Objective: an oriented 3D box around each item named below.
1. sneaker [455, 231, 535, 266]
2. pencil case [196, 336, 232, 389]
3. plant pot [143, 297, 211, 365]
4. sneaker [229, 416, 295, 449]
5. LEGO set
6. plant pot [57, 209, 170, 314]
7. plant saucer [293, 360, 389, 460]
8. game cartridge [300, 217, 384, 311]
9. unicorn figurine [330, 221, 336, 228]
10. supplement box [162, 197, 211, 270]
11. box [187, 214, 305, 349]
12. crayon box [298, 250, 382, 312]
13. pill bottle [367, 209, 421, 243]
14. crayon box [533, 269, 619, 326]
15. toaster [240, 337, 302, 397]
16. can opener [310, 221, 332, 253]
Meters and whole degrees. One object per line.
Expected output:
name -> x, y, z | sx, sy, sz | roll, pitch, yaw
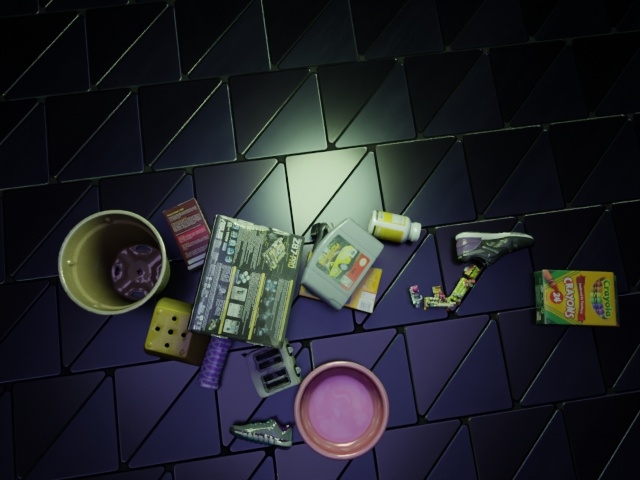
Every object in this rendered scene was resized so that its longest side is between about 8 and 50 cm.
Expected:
sneaker -> 0.648, 0.041, 1.962 | 0.283, 0.107, 0.124 | 0, 73, 7
pencil case -> -0.369, 0.429, 1.870 | 0.088, 0.086, 0.206 | 22, 81, -35
plant pot -> -0.498, 0.316, 1.829 | 0.212, 0.187, 0.212 | 13, 80, 1
sneaker -> -0.203, 0.661, 1.851 | 0.224, 0.083, 0.098 | 16, 59, -4
LEGO set -> 0.478, 0.185, 1.931 | 0.287, 0.107, 0.132 | -20, 82, -5
plant pot -> -0.659, 0.093, 1.800 | 0.334, 0.305, 0.333 | 0, 80, -3
plant saucer -> 0.073, 0.592, 1.859 | 0.332, 0.084, 0.332 | 0, 80, -1
game cartridge -> 0.069, 0.076, 1.853 | 0.196, 0.060, 0.294 | 37, 79, -9
unicorn figurine -> 0.109, -0.006, 1.972 | 0.111, 0.060, 0.161 | -10, 81, -4
supplement box -> -0.468, -0.020, 1.945 | 0.130, 0.073, 0.239 | -24, 83, -7
box -> -0.244, 0.141, 1.771 | 0.318, 0.097, 0.394 | 13, 79, -14
crayon box -> 0.071, 0.155, 1.933 | 0.279, 0.081, 0.165 | 14, 80, 0
pill bottle -> 0.273, -0.046, 1.964 | 0.184, 0.103, 0.103 | 12, 80, 0
crayon box -> 0.968, 0.215, 1.960 | 0.319, 0.081, 0.202 | 1, 80, -3
toaster -> -0.171, 0.448, 1.859 | 0.186, 0.110, 0.168 | -20, 81, -5
can opener -> 0.000, 0.000, 1.933 | 0.073, 0.186, 0.059 | -22, 126, 26
